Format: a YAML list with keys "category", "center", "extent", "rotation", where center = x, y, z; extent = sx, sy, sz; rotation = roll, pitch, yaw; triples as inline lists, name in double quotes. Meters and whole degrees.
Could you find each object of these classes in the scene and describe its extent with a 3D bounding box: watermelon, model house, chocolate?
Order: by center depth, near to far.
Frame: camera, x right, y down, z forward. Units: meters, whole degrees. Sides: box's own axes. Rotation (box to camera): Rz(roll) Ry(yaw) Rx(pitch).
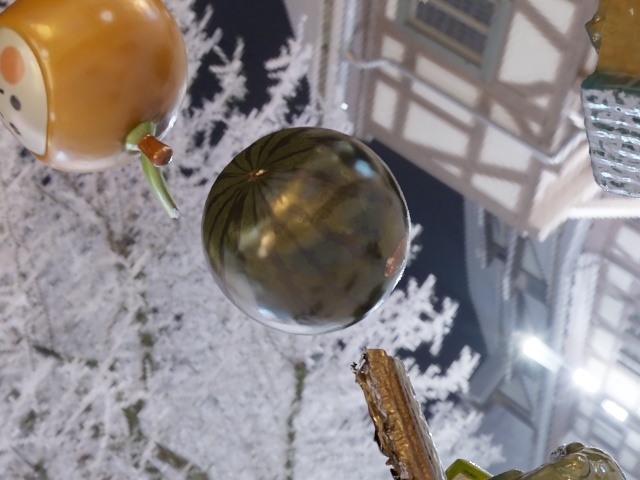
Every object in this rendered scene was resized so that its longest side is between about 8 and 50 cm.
- category: "watermelon"
  center: [0.000, 0.000, 0.543]
  extent: [0.105, 0.105, 0.133]
  rotation: [-55, -39, 1]
- category: "chocolate"
  center: [0.113, 0.270, 1.160]
  extent: [0.065, 0.329, 0.102]
  rotation: [-20, -20, -3]
- category: "model house"
  center: [0.504, -0.185, 1.253]
  extent: [0.382, 0.335, 0.342]
  rotation: [-6, -72, -47]

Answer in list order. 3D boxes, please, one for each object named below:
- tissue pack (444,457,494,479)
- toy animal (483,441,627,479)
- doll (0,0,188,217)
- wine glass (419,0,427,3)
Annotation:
- category: "tissue pack"
  center: [0.248, 0.415, 1.263]
  extent: [0.167, 0.275, 0.200]
  rotation: [-47, -61, -12]
- category: "toy animal"
  center: [0.182, 0.258, 0.728]
  extent: [0.108, 0.236, 0.138]
  rotation: [-11, -18, -11]
- category: "doll"
  center: [-0.213, -0.149, 1.074]
  extent: [0.213, 0.236, 0.213]
  rotation: [-40, -15, -13]
- category: "wine glass"
  center: [0.021, -0.412, 1.327]
  extent: [0.143, 0.321, 0.143]
  rotation: [-48, -26, -33]
